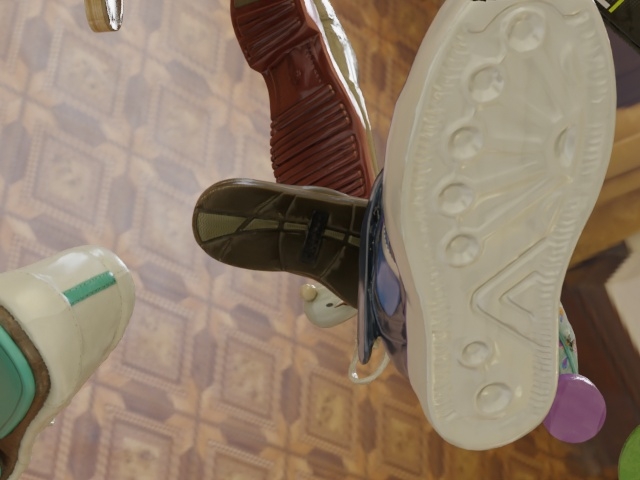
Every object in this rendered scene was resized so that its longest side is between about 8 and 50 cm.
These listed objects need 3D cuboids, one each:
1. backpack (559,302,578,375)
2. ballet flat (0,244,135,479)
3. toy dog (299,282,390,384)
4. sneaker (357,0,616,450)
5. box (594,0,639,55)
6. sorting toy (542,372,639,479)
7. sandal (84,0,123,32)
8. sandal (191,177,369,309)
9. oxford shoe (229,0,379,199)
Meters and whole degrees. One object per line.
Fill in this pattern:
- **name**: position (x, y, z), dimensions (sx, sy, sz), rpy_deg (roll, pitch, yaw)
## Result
- **backpack**: position (0.215, 0.130, 1.332), dimensions (0.188, 0.166, 0.144), rpy_deg (55, 21, -36)
- **ballet flat**: position (-0.246, 0.110, 0.907), dimensions (0.139, 0.400, 0.139), rpy_deg (13, 61, -26)
- **toy dog**: position (0.082, 0.029, 1.646), dimensions (0.161, 0.334, 0.220), rpy_deg (32, 23, -35)
- **sneaker**: position (0.084, -0.050, 0.746), dimensions (0.236, 0.130, 0.323), rpy_deg (-108, -165, -58)
- **box**: position (0.305, -0.277, 1.015), dimensions (0.184, 0.190, 0.045), rpy_deg (33, 24, -26)
- **sorting toy**: position (0.389, 0.239, 1.203), dimensions (0.365, 0.127, 0.126), rpy_deg (29, 7, 2)
- **sandal**: position (-0.252, -0.330, 1.172), dimensions (0.088, 0.079, 0.240), rpy_deg (30, 57, -80)
- **sandal**: position (0.000, 0.000, 0.894), dimensions (0.219, 0.060, 0.090), rpy_deg (13, 105, -22)
- **oxford shoe**: position (0.014, -0.142, 1.256), dimensions (0.130, 0.123, 0.348), rpy_deg (-2, 75, -56)
